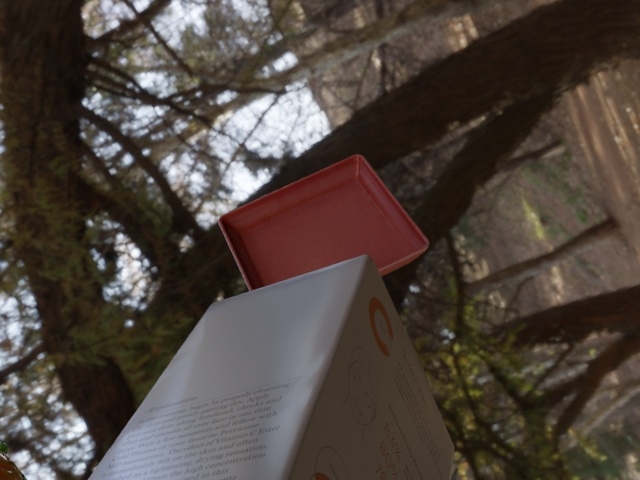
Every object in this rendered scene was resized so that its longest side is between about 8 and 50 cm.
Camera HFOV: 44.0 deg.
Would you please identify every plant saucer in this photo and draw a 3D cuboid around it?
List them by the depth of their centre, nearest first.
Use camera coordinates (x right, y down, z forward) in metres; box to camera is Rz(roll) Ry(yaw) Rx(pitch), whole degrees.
[{"bbox_3d":[0.000,0.000,1.197,0.259,0.258,0.048,-122,9,-48],"label":"plant saucer"}]

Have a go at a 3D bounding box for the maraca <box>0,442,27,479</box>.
[{"bbox_3d":[-0.326,0.221,0.699,0.185,0.127,0.099,25,113,61],"label":"maraca"}]

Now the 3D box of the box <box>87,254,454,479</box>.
[{"bbox_3d":[-0.025,0.194,0.582,0.215,0.168,0.345,66,-158,-18],"label":"box"}]
